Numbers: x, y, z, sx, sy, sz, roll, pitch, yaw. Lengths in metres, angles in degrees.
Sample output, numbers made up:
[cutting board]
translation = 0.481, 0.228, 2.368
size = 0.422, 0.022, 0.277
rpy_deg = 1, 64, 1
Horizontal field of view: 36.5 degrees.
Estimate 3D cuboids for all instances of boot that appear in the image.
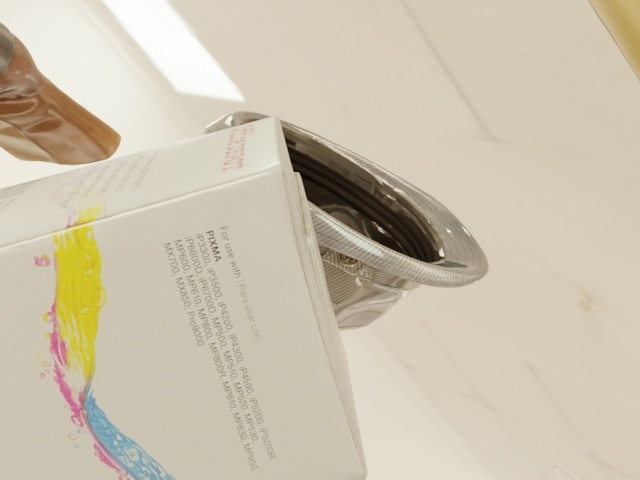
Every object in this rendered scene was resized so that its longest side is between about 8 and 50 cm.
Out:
[boot]
translation = -0.389, -0.161, 1.039
size = 0.264, 0.096, 0.280
rpy_deg = -4, -18, 14

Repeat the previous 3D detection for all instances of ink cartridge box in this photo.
[ink cartridge box]
translation = -0.081, 0.037, 0.396
size = 0.128, 0.176, 0.127
rpy_deg = -98, 173, -74

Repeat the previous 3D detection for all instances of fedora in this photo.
[fedora]
translation = 0.000, 0.000, 0.861
size = 0.275, 0.124, 0.243
rpy_deg = 20, 23, -32

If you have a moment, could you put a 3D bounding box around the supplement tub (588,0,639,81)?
[supplement tub]
translation = 0.190, -0.174, 0.349
size = 0.241, 0.241, 0.331
rpy_deg = 85, -19, -70
